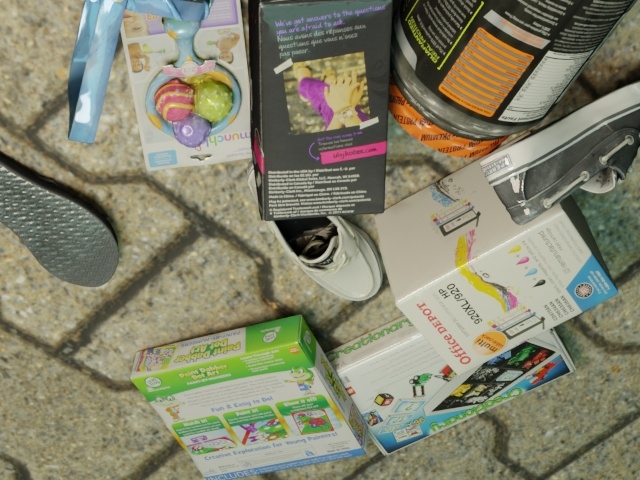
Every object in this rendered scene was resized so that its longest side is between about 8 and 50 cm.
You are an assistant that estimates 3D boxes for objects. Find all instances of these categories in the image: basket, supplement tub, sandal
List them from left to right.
[{"bbox_3d":[-0.343,-0.041,1.617,0.097,0.054,0.254,-43,114,15],"label":"sandal"},{"bbox_3d":[-0.211,-0.261,1.334,0.201,0.255,0.289,7,108,-15],"label":"basket"},{"bbox_3d":[0.205,-0.254,1.406,0.207,0.207,0.338,14,139,-19],"label":"supplement tub"}]

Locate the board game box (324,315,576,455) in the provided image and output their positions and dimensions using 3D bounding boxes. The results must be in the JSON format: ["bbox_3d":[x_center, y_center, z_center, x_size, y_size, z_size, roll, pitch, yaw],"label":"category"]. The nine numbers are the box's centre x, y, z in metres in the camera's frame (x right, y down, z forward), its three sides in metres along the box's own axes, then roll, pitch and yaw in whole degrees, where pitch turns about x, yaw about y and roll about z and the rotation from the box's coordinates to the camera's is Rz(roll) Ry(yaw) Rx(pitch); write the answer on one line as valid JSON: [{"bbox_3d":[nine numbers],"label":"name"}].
[{"bbox_3d":[0.179,0.171,1.865,0.305,0.053,0.193,-26,127,12],"label":"board game box"}]

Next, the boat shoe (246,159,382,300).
[{"bbox_3d":[0.000,0.000,1.674,0.096,0.088,0.267,-25,129,11],"label":"boat shoe"}]

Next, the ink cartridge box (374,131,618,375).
[{"bbox_3d":[0.215,0.019,1.674,0.232,0.168,0.171,-29,128,15],"label":"ink cartridge box"}]

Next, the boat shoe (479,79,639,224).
[{"bbox_3d":[0.317,-0.105,1.551,0.301,0.102,0.108,-28,-179,-34],"label":"boat shoe"}]

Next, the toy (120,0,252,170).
[{"bbox_3d":[-0.148,-0.168,1.536,0.137,0.056,0.237,-7,129,-3],"label":"toy"}]

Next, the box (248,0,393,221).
[{"bbox_3d":[-0.005,-0.176,1.475,0.143,0.165,0.270,-3,125,-6],"label":"box"}]

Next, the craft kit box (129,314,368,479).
[{"bbox_3d":[-0.093,0.223,1.829,0.250,0.061,0.247,-13,133,18],"label":"craft kit box"}]
